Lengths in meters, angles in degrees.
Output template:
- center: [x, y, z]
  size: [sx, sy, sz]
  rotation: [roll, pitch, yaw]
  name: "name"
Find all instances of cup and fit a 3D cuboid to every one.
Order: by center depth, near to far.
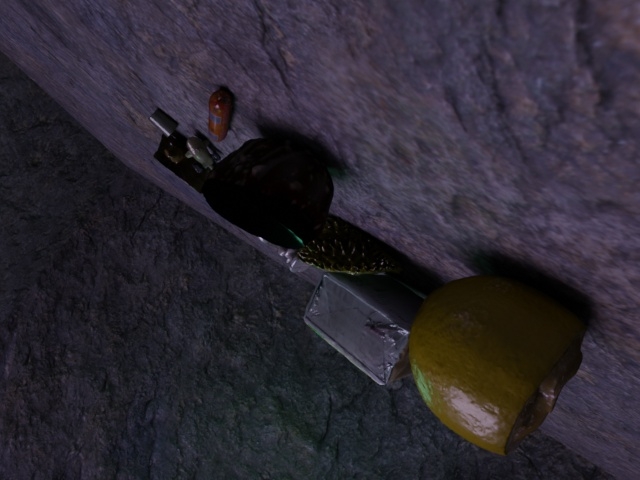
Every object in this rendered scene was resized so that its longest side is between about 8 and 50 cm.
- center: [-0.506, -0.387, 1.866]
  size: [0.083, 0.075, 0.054]
  rotation: [42, 131, -21]
  name: "cup"

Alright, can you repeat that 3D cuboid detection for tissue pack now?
- center: [0.192, 0.254, 1.766]
  size: [0.332, 0.205, 0.405]
  rotation: [33, -166, 29]
  name: "tissue pack"

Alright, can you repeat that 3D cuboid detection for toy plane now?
- center: [-0.379, -0.268, 1.903]
  size: [0.108, 0.092, 0.286]
  rotation: [53, 178, 25]
  name: "toy plane"

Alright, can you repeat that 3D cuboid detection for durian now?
- center: [0.073, 0.044, 1.715]
  size: [0.394, 0.163, 0.198]
  rotation: [15, 160, 36]
  name: "durian"

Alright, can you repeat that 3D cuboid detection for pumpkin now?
- center: [-0.462, -0.270, 2.031]
  size: [0.126, 0.131, 0.248]
  rotation: [37, 179, 40]
  name: "pumpkin"

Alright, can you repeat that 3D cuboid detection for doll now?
- center: [-0.138, -0.025, 1.934]
  size: [0.208, 0.144, 0.271]
  rotation: [14, -142, -29]
  name: "doll"

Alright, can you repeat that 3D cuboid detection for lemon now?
- center: [0.341, 0.234, 1.207]
  size: [0.364, 0.364, 0.364]
  rotation: [33, 170, 7]
  name: "lemon"

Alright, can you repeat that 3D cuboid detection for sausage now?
- center: [-0.248, -0.299, 1.412]
  size: [0.053, 0.053, 0.348]
  rotation: [36, 170, -7]
  name: "sausage"

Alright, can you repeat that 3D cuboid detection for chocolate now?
- center: [-0.107, -0.127, 1.331]
  size: [0.340, 0.210, 0.225]
  rotation: [18, 157, 45]
  name: "chocolate"
